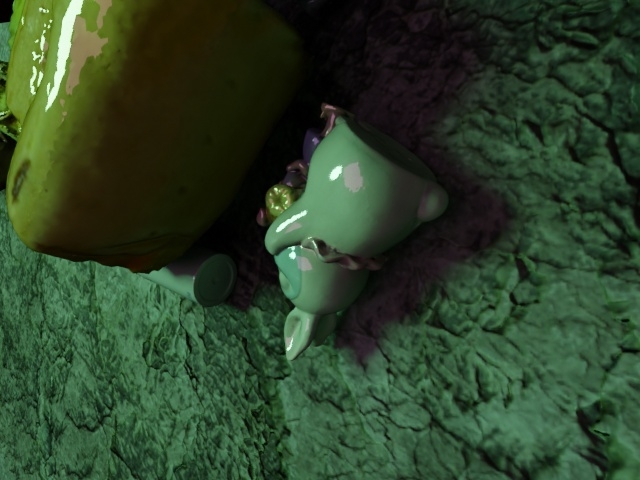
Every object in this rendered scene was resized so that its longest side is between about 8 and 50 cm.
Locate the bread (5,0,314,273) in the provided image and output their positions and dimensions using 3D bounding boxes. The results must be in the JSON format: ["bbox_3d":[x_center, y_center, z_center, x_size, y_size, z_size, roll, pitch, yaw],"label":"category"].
[{"bbox_3d":[-0.205,-0.165,0.501,0.394,0.250,0.361,-56,47,22],"label":"bread"}]

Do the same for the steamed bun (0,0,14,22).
[{"bbox_3d":[-0.630,-0.558,0.786,0.380,0.235,0.248,-19,109,41],"label":"steamed bun"}]

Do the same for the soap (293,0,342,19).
[{"bbox_3d":[0.051,-0.362,0.353,0.324,0.193,0.109,-25,76,32],"label":"soap"}]

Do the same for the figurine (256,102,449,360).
[{"bbox_3d":[0.000,0.000,0.433,0.155,0.127,0.235,39,115,9],"label":"figurine"}]

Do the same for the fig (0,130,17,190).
[{"bbox_3d":[-0.793,-0.203,0.936,0.263,0.224,0.223,26,105,28],"label":"fig"}]

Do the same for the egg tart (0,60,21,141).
[{"bbox_3d":[-0.568,-0.265,0.816,0.252,0.232,0.098,-42,25,58],"label":"egg tart"}]

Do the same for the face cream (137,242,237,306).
[{"bbox_3d":[-0.237,0.024,0.625,0.250,0.077,0.077,16,99,33],"label":"face cream"}]

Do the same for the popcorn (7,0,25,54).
[{"bbox_3d":[-0.366,-0.301,0.660,0.204,0.183,0.221,32,107,0],"label":"popcorn"}]
